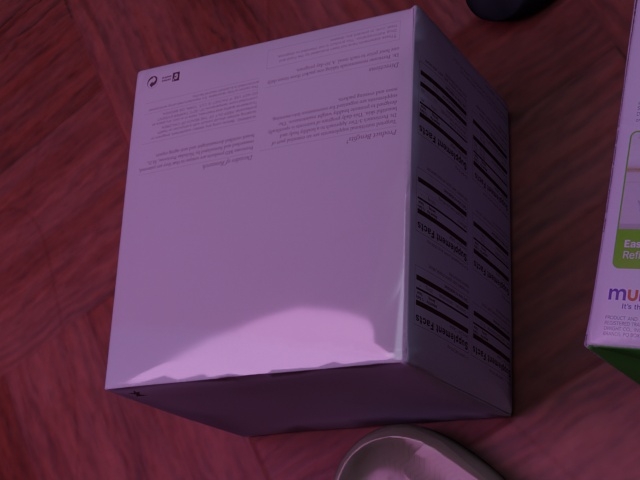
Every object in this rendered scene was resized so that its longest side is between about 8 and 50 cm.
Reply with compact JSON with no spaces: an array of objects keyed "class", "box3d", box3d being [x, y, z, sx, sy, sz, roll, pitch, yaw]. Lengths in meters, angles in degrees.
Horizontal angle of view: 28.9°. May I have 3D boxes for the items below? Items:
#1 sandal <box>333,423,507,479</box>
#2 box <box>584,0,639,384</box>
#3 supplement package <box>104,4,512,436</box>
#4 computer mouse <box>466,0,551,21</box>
[{"class":"sandal","box3d":[0.109,0.195,0.639,0.303,0.086,0.120,27,87,36]},{"class":"box","box3d":[0.283,-0.036,0.599,0.262,0.127,0.231,1,72,32]},{"class":"supplement package","box3d":[0.000,0.000,0.742,0.194,0.149,0.203,-8,68,28]},{"class":"computer mouse","box3d":[0.162,-0.251,0.808,0.071,0.041,0.242,24,84,36]}]
